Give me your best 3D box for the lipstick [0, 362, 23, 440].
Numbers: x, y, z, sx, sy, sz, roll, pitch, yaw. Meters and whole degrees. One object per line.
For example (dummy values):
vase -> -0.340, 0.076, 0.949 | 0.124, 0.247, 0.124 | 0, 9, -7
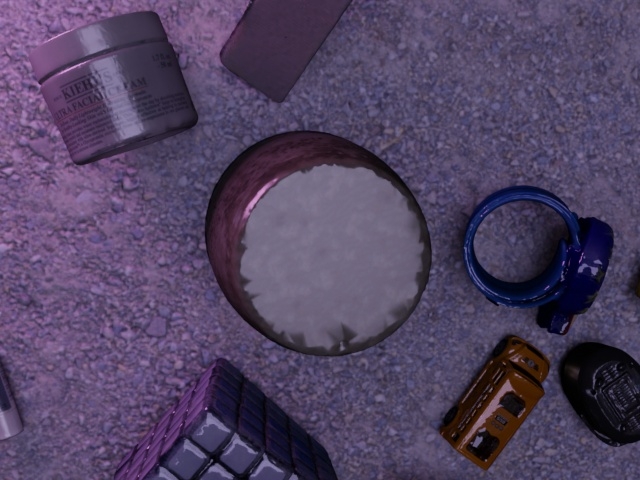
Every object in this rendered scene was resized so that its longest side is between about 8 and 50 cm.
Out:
lipstick -> -0.462, 0.211, 1.053 | 0.040, 0.040, 0.141 | -16, 97, -5

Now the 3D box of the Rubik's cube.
Rubik's cube -> -0.131, 0.340, 1.005 | 0.237, 0.237, 0.238 | 41, 91, -10

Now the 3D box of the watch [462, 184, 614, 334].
watch -> 0.303, 0.022, 1.074 | 0.200, 0.171, 0.196 | 21, 94, 7

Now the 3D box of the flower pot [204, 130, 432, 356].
flower pot -> 0.000, 0.000, 0.942 | 0.293, 0.330, 0.294 | -1, 95, -8

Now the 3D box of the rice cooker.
rice cooker -> 0.441, 0.233, 1.129 | 0.112, 0.106, 0.165 | -35, 88, -6

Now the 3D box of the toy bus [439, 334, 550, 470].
toy bus -> 0.270, 0.242, 1.116 | 0.083, 0.088, 0.194 | 35, 91, -8

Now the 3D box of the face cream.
face cream -> -0.264, -0.193, 0.966 | 0.177, 0.177, 0.153 | -22, 98, -4

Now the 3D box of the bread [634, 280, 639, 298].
bread -> 0.604, 0.099, 1.138 | 0.245, 0.102, 0.094 | 25, 99, -7

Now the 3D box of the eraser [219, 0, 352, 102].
eraser -> 0.000, -0.354, 0.978 | 0.111, 0.077, 0.352 | 33, 120, -11
